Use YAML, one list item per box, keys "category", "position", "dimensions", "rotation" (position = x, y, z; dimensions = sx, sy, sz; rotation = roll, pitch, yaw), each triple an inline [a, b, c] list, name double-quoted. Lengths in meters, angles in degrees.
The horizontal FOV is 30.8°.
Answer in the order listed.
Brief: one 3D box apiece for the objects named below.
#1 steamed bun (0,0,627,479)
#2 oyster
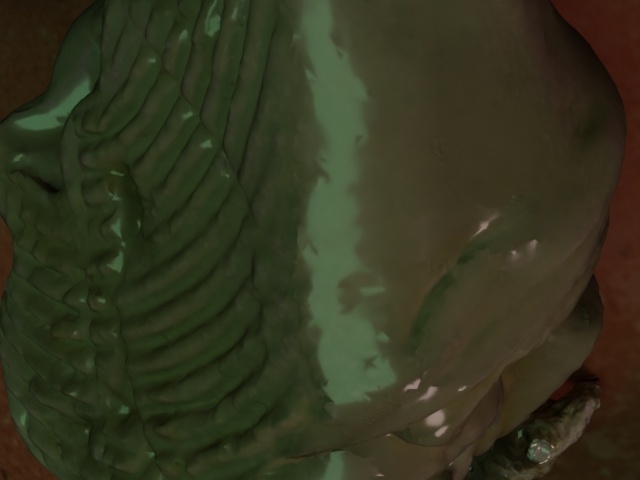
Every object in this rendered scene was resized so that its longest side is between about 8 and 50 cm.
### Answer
- category: "steamed bun"
  position: [0.000, 0.000, 0.494]
  dimensions: [0.320, 0.206, 0.275]
  rotation: [-18, 83, 54]
- category: "oyster"
  position: [0.055, 0.136, 0.599]
  dimensions: [0.106, 0.061, 0.200]
  rotation: [28, 120, 17]
